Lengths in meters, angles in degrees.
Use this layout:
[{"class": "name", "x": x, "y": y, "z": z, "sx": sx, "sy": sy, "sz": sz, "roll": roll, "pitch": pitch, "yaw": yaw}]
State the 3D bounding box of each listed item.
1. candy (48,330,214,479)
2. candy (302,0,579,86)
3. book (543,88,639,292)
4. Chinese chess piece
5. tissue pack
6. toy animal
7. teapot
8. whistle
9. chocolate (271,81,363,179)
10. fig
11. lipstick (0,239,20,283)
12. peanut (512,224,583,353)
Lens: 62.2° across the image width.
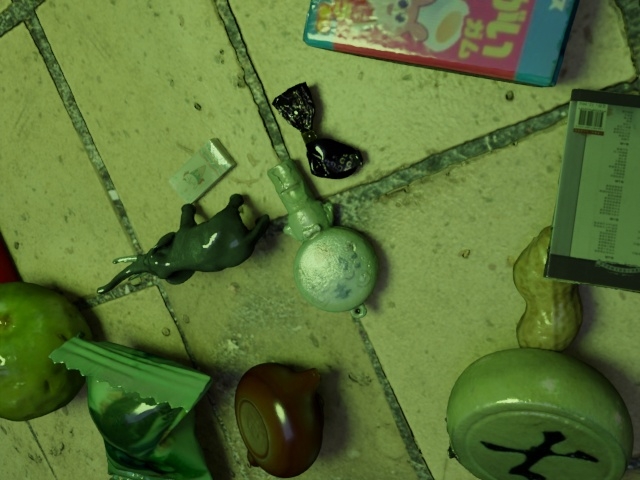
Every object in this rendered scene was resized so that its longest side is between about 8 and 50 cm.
[{"class": "candy", "x": -0.294, "y": 0.347, "z": 0.934, "sx": 0.263, "sy": 0.172, "sz": 0.397, "roll": 13, "pitch": 121, "yaw": 20}, {"class": "candy", "x": 0.144, "y": -0.288, "z": 0.638, "sx": 0.306, "sy": 0.100, "sz": 0.157, "roll": 15, "pitch": 108, "yaw": 16}, {"class": "book", "x": 0.358, "y": -0.056, "z": 0.622, "sx": 0.158, "sy": 0.026, "sz": 0.231, "roll": 9, "pitch": 87, "yaw": 9}, {"class": "Chinese chess piece", "x": 0.283, "y": 0.250, "z": 0.706, "sx": 0.238, "sy": 0.092, "sz": 0.237, "roll": 11, "pitch": 130, "yaw": 13}, {"class": "tissue pack", "x": -0.189, "y": -0.108, "z": 0.841, "sx": 0.108, "sy": 0.023, "sz": 0.056, "roll": -38, "pitch": 91, "yaw": 25}, {"class": "toy animal", "x": -0.202, "y": 0.006, "z": 0.811, "sx": 0.270, "sy": 0.137, "sz": 0.082, "roll": -17, "pitch": 118, "yaw": 14}, {"class": "teapot", "x": -0.057, "y": 0.294, "z": 0.861, "sx": 0.178, "sy": 0.135, "sz": 0.252, "roll": 55, "pitch": 140, "yaw": 35}, {"class": "whistle", "x": 0.000, "y": 0.000, "z": 0.786, "sx": 0.126, "sy": 0.067, "sz": 0.258, "roll": -29, "pitch": 90, "yaw": 10}, {"class": "chocolate", "x": -0.008, "y": -0.148, "z": 0.748, "sx": 0.072, "sy": 0.070, "sz": 0.147, "roll": -35, "pitch": 87, "yaw": 29}, {"class": "fig", "x": -0.516, "y": 0.211, "z": 0.975, "sx": 0.233, "sy": 0.314, "sz": 0.233, "roll": -5, "pitch": 64, "yaw": 11}, {"class": "lipstick", "x": -0.645, "y": 0.009, "z": 1.007, "sx": 0.073, "sy": 0.073, "sz": 0.279, "roll": -16, "pitch": 98, "yaw": 22}, {"class": "peanut", "x": 0.296, "y": 0.072, "z": 0.693, "sx": 0.089, "sy": 0.089, "sz": 0.192, "roll": 1, "pitch": 104, "yaw": 19}]
